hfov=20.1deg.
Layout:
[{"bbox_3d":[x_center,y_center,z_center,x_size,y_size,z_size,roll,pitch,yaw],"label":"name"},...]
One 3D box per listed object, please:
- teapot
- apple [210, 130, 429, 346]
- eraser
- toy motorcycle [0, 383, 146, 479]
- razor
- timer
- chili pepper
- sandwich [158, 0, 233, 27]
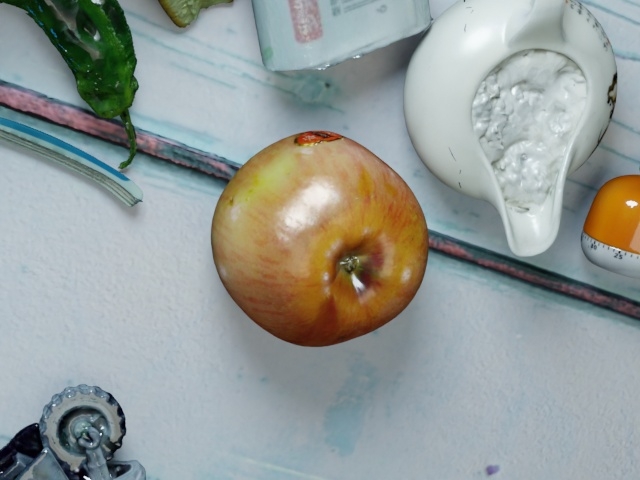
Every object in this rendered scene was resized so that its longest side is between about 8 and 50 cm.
[{"bbox_3d":[0.181,-0.150,1.683,0.208,0.166,0.299,-3,125,-5],"label":"teapot"},{"bbox_3d":[0.000,0.000,1.677,0.209,0.164,0.209,-9,116,-19],"label":"apple"},{"bbox_3d":[0.010,-0.279,1.591,0.174,0.081,0.227,-23,118,-26],"label":"eraser"},{"bbox_3d":[-0.274,0.266,1.737,0.270,0.106,0.159,-44,114,-1],"label":"toy motorcycle"},{"bbox_3d":[-0.244,-0.077,1.629,0.191,0.037,0.068,21,147,-30],"label":"razor"},{"bbox_3d":[0.333,-0.026,1.825,0.136,0.099,0.136,-10,110,-28],"label":"timer"},{"bbox_3d":[-0.230,-0.177,1.574,0.122,0.065,0.279,-42,118,13],"label":"chili pepper"},{"bbox_3d":[-0.129,-0.289,1.542,0.090,0.088,0.244,-22,119,-4],"label":"sandwich"}]
